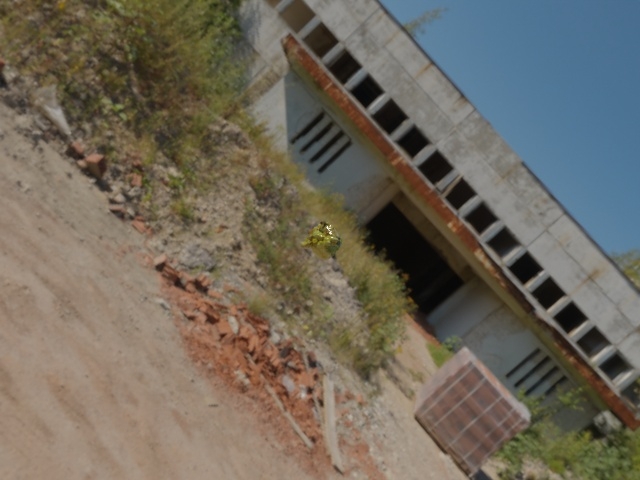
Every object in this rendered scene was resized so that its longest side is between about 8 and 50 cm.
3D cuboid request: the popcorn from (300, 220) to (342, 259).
[{"bbox_3d":[-0.001,0.002,1.066,0.059,0.083,0.068,27,59,-55],"label":"popcorn"}]
